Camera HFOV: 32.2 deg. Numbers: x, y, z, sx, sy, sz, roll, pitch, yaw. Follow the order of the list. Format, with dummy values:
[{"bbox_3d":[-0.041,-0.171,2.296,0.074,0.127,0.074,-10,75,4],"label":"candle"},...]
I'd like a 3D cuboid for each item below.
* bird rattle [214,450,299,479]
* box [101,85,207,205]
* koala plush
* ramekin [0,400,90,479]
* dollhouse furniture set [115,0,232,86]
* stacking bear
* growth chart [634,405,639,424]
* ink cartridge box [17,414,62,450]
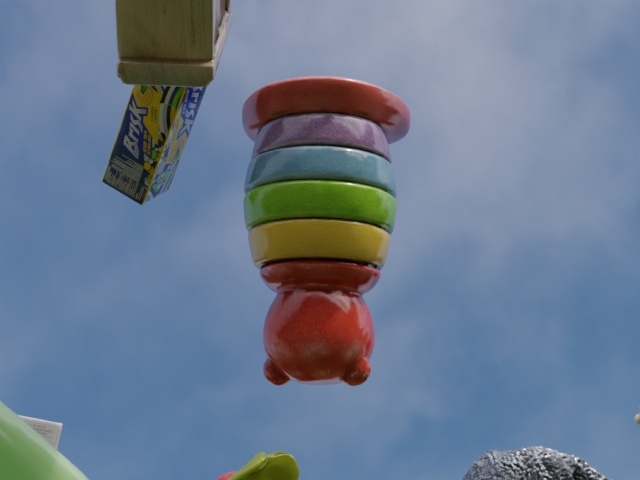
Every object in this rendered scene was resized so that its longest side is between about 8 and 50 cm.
[{"bbox_3d":[-0.105,0.289,1.114,0.253,0.207,0.143,-16,-97,36],"label":"bird rattle"},{"bbox_3d":[-0.160,-0.125,1.106,0.054,0.059,0.169,30,-64,10],"label":"box"},{"bbox_3d":[0.238,0.329,1.127,0.203,0.221,0.196,41,-78,-10],"label":"koala plush"},{"bbox_3d":[-0.098,0.150,0.249,0.148,0.303,0.303,-44,-63,-7],"label":"ramekin"},{"bbox_3d":[0.084,-0.174,0.548,0.355,0.303,0.174,2,-64,-1],"label":"dollhouse furniture set"},{"bbox_3d":[0.000,0.000,1.097,0.175,0.164,0.289,-1,-102,8],"label":"stacking bear"},{"bbox_3d":[0.522,0.233,1.458,0.021,0.237,0.172,-1,-68,-34],"label":"growth chart"},{"bbox_3d":[-0.312,0.171,0.849,0.207,0.097,0.046,13,-19,-13],"label":"ink cartridge box"}]
